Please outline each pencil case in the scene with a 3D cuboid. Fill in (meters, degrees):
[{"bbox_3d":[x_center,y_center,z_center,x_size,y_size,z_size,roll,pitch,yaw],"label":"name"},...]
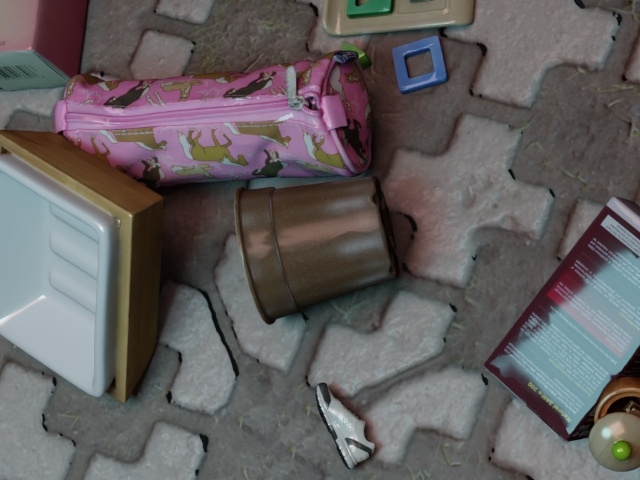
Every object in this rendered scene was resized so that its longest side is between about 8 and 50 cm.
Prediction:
[{"bbox_3d":[-0.130,-0.142,1.736,0.386,0.167,0.160,-3,40,21],"label":"pencil case"}]

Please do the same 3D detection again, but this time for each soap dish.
[{"bbox_3d":[-0.295,0.025,1.705,0.229,0.291,0.118,29,42,26],"label":"soap dish"}]

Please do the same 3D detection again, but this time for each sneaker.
[{"bbox_3d":[0.028,0.212,1.649,0.044,0.040,0.109,-25,69,-7],"label":"sneaker"}]

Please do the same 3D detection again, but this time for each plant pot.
[{"bbox_3d":[0.000,0.000,1.662,0.165,0.167,0.167,-13,69,8],"label":"plant pot"}]

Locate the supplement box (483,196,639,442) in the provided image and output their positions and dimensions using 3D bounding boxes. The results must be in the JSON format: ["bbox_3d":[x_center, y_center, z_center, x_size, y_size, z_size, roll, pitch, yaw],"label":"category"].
[{"bbox_3d":[0.302,0.086,1.532,0.130,0.073,0.239,44,107,26],"label":"supplement box"}]

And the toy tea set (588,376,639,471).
[{"bbox_3d":[0.441,0.199,1.408,0.336,0.124,0.200,-15,102,13],"label":"toy tea set"}]

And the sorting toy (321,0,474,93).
[{"bbox_3d":[0.099,-0.355,1.794,0.196,0.047,0.347,-1,73,20],"label":"sorting toy"}]

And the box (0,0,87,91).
[{"bbox_3d":[-0.409,-0.333,1.926,0.149,0.127,0.232,-2,73,20],"label":"box"}]
